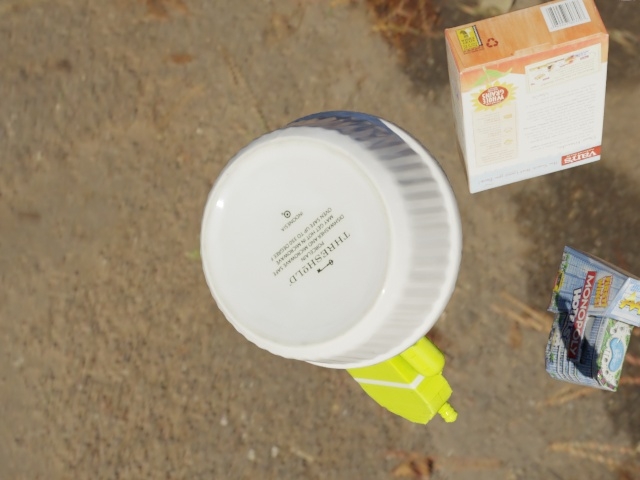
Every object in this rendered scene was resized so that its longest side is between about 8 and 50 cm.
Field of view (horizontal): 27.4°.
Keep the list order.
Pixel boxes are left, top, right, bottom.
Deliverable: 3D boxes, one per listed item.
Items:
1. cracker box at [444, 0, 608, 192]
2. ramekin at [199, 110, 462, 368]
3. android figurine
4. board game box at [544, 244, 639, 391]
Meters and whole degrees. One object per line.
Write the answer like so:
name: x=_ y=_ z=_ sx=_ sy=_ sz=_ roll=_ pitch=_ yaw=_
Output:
cracker box: x=0.222 y=-0.154 z=1.415 sx=0.155 sy=0.232 sz=0.067 roll=-15 pitch=58 yaw=1
ramekin: x=0.000 y=0.000 z=1.338 sx=0.273 sy=0.273 sz=0.127 roll=44 pitch=18 yaw=17
android figurine: x=0.075 y=0.146 z=1.734 sx=0.273 sy=0.248 sz=0.056 roll=46 pitch=70 yaw=-14
board game box: x=0.388 y=0.106 z=1.827 sx=0.060 sy=0.194 sz=0.194 roll=18 pitch=83 yaw=-18
